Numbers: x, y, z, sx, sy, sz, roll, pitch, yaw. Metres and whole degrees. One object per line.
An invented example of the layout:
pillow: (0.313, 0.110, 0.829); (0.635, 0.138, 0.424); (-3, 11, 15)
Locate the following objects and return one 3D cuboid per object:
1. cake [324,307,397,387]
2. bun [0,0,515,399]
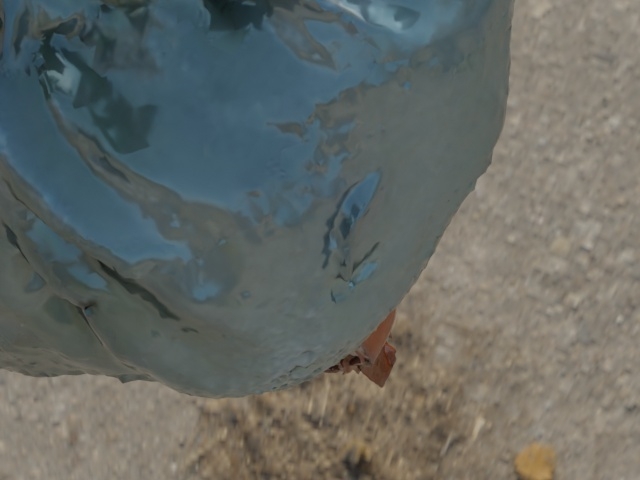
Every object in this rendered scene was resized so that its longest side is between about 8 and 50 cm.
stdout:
cake: (-0.006, -0.002, 1.138); (0.098, 0.287, 0.135); (20, 76, 26)
bun: (-0.090, -0.103, 0.676); (0.194, 0.354, 0.354); (-14, 58, -47)
